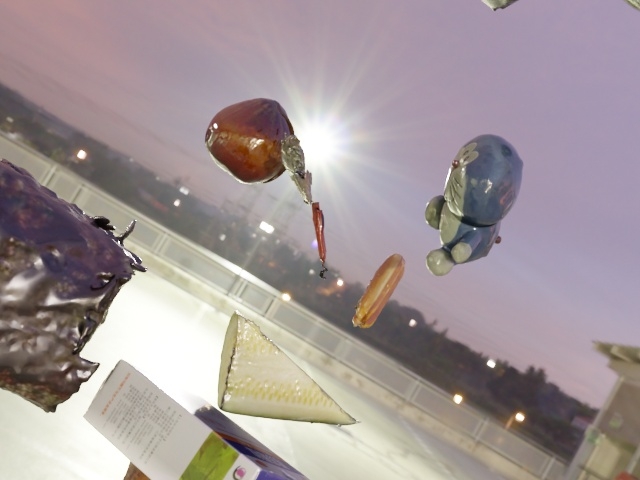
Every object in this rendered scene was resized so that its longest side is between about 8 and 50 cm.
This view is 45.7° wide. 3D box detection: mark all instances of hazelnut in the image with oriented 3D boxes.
[{"bbox_3d":[-0.163,-0.250,1.835,0.217,0.217,0.251,31,19,-5],"label":"hazelnut"}]

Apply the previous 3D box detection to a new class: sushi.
[{"bbox_3d":[-0.430,0.050,1.062,0.294,0.281,0.299,33,5,-20],"label":"sushi"}]

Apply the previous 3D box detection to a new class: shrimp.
[{"bbox_3d":[-0.044,-0.142,1.520,0.223,0.048,0.126,77,-8,-72],"label":"shrimp"}]

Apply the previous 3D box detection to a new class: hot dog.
[{"bbox_3d":[0.143,0.127,1.896,0.062,0.235,0.092,27,-34,15],"label":"hot dog"}]

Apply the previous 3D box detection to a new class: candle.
[{"bbox_3d":[0.001,0.000,1.639,0.026,0.167,0.021,-9,-5,24],"label":"candle"}]

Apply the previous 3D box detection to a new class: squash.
[{"bbox_3d":[-0.045,0.221,1.316,0.252,0.169,0.093,10,1,-17],"label":"squash"}]

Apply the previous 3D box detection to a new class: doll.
[{"bbox_3d":[0.283,-0.073,1.412,0.154,0.228,0.258,8,-46,3],"label":"doll"}]

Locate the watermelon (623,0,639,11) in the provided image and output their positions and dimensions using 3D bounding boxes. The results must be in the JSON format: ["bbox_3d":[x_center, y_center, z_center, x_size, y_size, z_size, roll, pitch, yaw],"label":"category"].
[{"bbox_3d":[0.648,-0.550,1.381,0.285,0.285,0.285,30,-4,2],"label":"watermelon"}]

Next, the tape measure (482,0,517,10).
[{"bbox_3d":[0.168,-0.326,0.657,0.199,0.186,0.112,46,-16,-15],"label":"tape measure"}]

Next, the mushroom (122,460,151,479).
[{"bbox_3d":[-0.230,0.512,1.386,0.345,0.345,0.259,32,10,-20],"label":"mushroom"}]

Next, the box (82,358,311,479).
[{"bbox_3d":[-0.167,0.304,1.081,0.299,0.106,0.200,26,-11,34],"label":"box"}]
